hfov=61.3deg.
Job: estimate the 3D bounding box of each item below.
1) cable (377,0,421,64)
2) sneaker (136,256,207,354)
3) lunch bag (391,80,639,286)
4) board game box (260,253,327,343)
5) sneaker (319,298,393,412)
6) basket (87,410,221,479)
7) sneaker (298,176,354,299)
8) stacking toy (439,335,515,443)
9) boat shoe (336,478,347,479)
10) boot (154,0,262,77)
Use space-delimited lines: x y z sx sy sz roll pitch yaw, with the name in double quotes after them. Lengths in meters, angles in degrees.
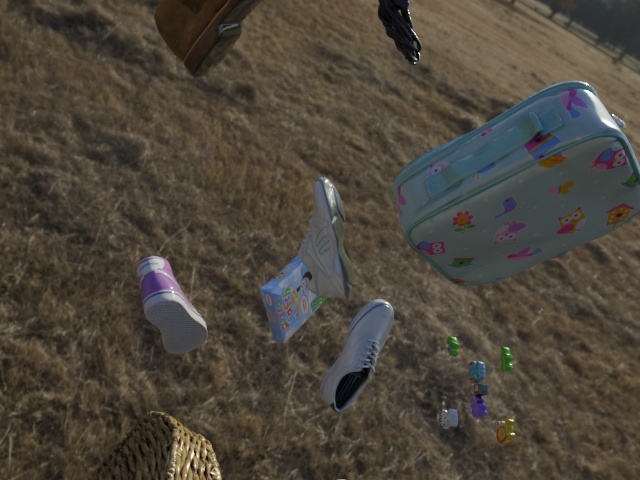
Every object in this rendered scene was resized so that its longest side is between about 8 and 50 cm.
0.136 -0.409 0.997 0.150 0.047 0.185 -110 177 -83 "cable"
-0.330 0.136 1.200 0.102 0.282 0.161 -21 57 -14 "sneaker"
0.243 -0.062 0.670 0.224 0.279 0.108 36 35 -41 "lunch bag"
-0.054 0.126 1.326 0.039 0.160 0.211 14 39 34 "board game box"
0.091 0.252 1.155 0.094 0.258 0.091 25 4 -23 "sneaker"
-0.234 0.441 0.886 0.223 0.213 0.299 46 -12 -18 "basket"
0.000 0.000 0.654 0.061 0.152 0.053 -2 13 22 "sneaker"
0.363 0.342 1.248 0.166 0.052 0.221 16 62 -15 "stacking toy"
0.089 0.569 1.033 0.228 0.079 0.081 55 31 -1 "boat shoe"
-0.126 -0.384 0.770 0.115 0.305 0.112 47 23 -3 "boot"
